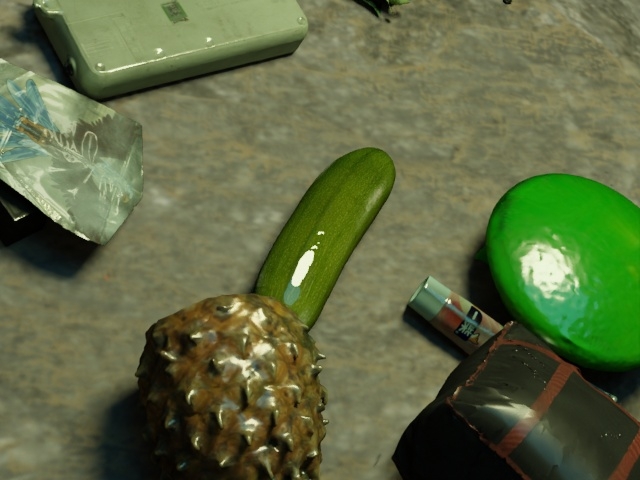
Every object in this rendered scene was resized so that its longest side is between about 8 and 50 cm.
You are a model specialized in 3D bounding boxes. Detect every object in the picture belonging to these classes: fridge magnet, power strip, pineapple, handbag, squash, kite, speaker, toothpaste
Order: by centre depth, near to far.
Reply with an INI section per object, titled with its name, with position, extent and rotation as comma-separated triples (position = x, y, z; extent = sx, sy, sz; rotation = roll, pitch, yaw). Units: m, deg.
[pineapple]
position = -0.041, 0.201, 0.996
extent = 0.170, 0.141, 0.310
rotation = 10, 61, -49
[handbag]
position = 0.181, 0.185, 1.085
extent = 0.215, 0.155, 0.169
rotation = 44, 39, 8
[kite]
position = -0.277, -0.108, 1.089
extent = 0.310, 0.015, 0.169
rotation = 27, 39, -22
[speaker]
position = -0.293, -0.086, 1.108
extent = 0.040, 0.046, 0.191
rotation = -29, 76, -36
[squash]
position = 0.000, 0.000, 1.173
extent = 0.069, 0.069, 0.258
rotation = 33, 52, -2
[toothpaste]
position = 0.170, 0.105, 1.204
extent = 0.205, 0.036, 0.056
rotation = 36, 77, -3
[fridge magnet]
position = 0.244, 0.030, 1.249
extent = 0.208, 0.088, 0.208
rotation = 12, 56, -18
[power strip]
position = -0.136, -0.209, 1.255
extent = 0.270, 0.046, 0.118
rotation = -19, 72, -33

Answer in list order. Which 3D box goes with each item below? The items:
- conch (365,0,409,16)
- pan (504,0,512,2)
[conch]
position = 0.030, -0.308, 1.380
extent = 0.170, 0.079, 0.105
rotation = 38, 57, -18
[pan]
position = 0.200, -0.314, 1.485
extent = 0.068, 0.023, 0.115
rotation = 2, 59, -24
